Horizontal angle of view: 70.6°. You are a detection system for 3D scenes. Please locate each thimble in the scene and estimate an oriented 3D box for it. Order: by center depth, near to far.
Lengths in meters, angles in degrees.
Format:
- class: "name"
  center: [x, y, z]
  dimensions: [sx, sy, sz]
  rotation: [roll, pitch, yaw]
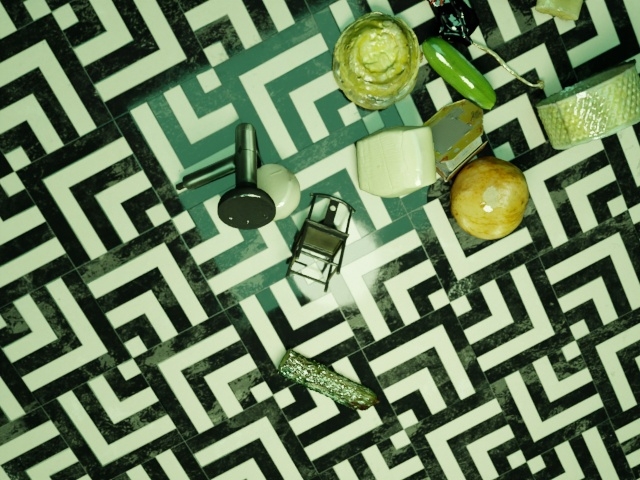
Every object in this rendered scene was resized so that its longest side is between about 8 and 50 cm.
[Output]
- class: "thimble"
  center: [0.785, -0.388, 1.307]
  dimensions: [0.270, 0.271, 0.150]
  rotation: [-27, 101, 0]

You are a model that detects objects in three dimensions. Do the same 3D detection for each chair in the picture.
- class: "chair"
  center: [0.000, 0.000, 1.380]
  dimensions: [0.154, 0.141, 0.260]
  rotation: [21, 52, -7]

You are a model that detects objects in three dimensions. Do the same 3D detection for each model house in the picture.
- class: "model house"
  center: [0.416, -0.294, 1.375]
  dimensions: [0.219, 0.207, 0.136]
  rotation: [-43, 131, -1]

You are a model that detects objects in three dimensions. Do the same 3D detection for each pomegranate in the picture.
- class: "pomegranate"
  center: [0.504, -0.125, 1.350]
  dimensions: [0.248, 0.248, 0.249]
  rotation: [-1, 99, -4]

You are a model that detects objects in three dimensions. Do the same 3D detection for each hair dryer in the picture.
- class: "hair dryer"
  center: [-0.271, -0.150, 1.306]
  dimensions: [0.284, 0.321, 0.155]
  rotation: [-38, 138, 26]

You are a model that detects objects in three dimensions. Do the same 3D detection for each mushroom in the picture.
- class: "mushroom"
  center: [0.572, -0.541, 1.393]
  dimensions: [0.286, 0.026, 0.028]
  rotation: [27, 80, -6]

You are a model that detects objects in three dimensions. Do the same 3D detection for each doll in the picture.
- class: "doll"
  center: [0.384, -0.681, 1.330]
  dimensions: [0.127, 0.088, 0.249]
  rotation: [-31, 90, 22]

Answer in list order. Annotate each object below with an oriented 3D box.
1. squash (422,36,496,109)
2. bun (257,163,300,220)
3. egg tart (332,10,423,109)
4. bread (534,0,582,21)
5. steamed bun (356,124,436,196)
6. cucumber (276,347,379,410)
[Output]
- class: "squash"
  center: [0.415, -0.501, 1.351]
  dimensions: [0.292, 0.082, 0.082]
  rotation: [35, 95, -16]
- class: "bun"
  center: [-0.136, -0.133, 1.346]
  dimensions: [0.172, 0.120, 0.173]
  rotation: [-8, 67, 20]
- class: "egg tart"
  center: [0.169, -0.531, 1.327]
  dimensions: [0.278, 0.095, 0.279]
  rotation: [-1, 100, -3]
- class: "bread"
  center: [0.726, -0.764, 1.349]
  dimensions: [0.139, 0.060, 0.178]
  rotation: [14, 98, -6]
- class: "steamed bun"
  center: [0.226, -0.231, 1.321]
  dimensions: [0.154, 0.250, 0.200]
  rotation: [-18, 102, -40]
- class: "cucumber"
  center: [0.033, 0.468, 1.469]
  dimensions: [0.359, 0.096, 0.096]
  rotation: [30, 95, -9]
